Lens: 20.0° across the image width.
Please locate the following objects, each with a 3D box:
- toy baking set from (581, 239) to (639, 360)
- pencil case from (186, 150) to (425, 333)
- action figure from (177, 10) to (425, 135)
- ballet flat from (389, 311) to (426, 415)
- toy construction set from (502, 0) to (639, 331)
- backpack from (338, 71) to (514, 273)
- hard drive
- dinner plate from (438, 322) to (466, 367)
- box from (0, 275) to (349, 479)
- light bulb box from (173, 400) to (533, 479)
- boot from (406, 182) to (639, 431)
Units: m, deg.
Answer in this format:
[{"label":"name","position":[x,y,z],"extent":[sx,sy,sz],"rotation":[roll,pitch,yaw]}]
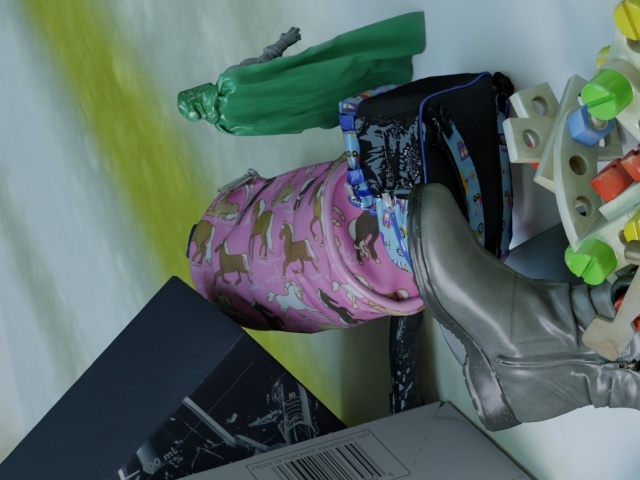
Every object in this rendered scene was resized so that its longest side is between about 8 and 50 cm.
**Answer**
[{"label":"toy baking set","position":[0.281,0.071,1.236],"extent":[0.256,0.030,0.197],"rotation":[14,144,31]},{"label":"pencil case","position":[0.000,0.000,1.798],"extent":[0.167,0.160,0.386],"rotation":[40,161,-17]},{"label":"action figure","position":[-0.024,-0.145,1.667],"extent":[0.063,0.232,0.137],"rotation":[54,148,38]},{"label":"ballet flat","position":[0.093,0.119,1.818],"extent":[0.057,0.049,0.173],"rotation":[-92,1,-72]},{"label":"toy construction set","position":[0.229,-0.061,1.285],"extent":[0.215,0.151,0.327],"rotation":[49,162,-2]},{"label":"backpack","position":[0.097,-0.048,1.548],"extent":[0.117,0.158,0.173],"rotation":[-1,105,32]},{"label":"hard drive","position":[0.206,0.037,1.541],"extent":[0.135,0.022,0.094],"rotation":[-35,72,64]},{"label":"dinner plate","position":[0.139,0.070,1.710],"extent":[0.141,0.017,0.141],"rotation":[45,143,47]},{"label":"box","position":[-0.137,0.276,1.883],"extent":[0.312,0.343,0.179],"rotation":[45,173,-33]},{"label":"light bulb box","position":[0.024,0.397,1.732],"extent":[0.225,0.358,0.361],"rotation":[42,139,52]},{"label":"boot","position":[0.176,0.043,1.433],"extent":[0.161,0.083,0.246],"rotation":[-13,121,25]}]
